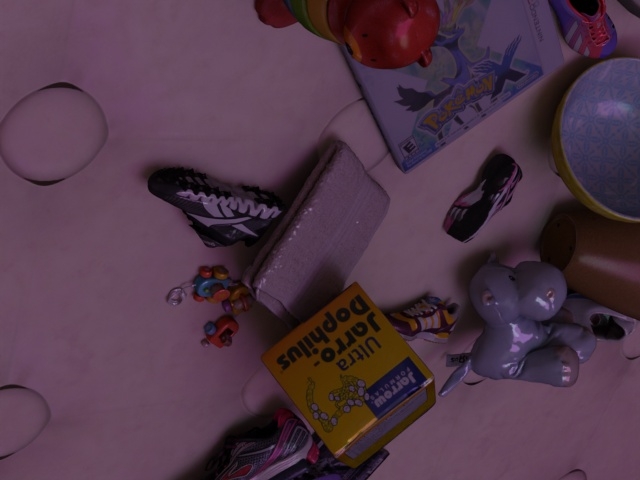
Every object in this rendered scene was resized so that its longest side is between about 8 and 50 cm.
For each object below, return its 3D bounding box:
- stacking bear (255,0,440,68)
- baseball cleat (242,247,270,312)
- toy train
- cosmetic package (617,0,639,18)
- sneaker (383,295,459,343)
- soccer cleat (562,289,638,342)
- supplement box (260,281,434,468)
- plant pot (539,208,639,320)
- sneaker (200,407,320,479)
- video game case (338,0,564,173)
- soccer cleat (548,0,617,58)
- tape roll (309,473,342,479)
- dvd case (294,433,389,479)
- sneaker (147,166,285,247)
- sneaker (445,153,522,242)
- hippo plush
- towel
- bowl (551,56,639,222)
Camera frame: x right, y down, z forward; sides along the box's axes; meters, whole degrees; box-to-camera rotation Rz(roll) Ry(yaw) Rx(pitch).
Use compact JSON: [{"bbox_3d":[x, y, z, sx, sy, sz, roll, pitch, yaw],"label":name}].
[{"bbox_3d":[0.040,-0.311,1.363,0.164,0.289,0.175,-29,135,-14],"label":"stacking bear"},{"bbox_3d":[-0.052,0.074,1.762,0.109,0.072,0.206,-58,150,-11],"label":"baseball cleat"},{"bbox_3d":[-0.163,0.114,1.730,0.125,0.046,0.166,-42,137,-1],"label":"toy train"},{"bbox_3d":[0.500,-0.465,1.702,0.309,0.113,0.160,24,107,-44],"label":"cosmetic package"},{"bbox_3d":[0.181,0.137,1.989,0.185,0.069,0.084,10,108,-47],"label":"sneaker"},{"bbox_3d":[0.625,0.153,2.257,0.331,0.143,0.116,-13,130,-28],"label":"soccer cleat"},{"bbox_3d":[0.057,0.232,1.776,0.194,0.195,0.356,-38,165,-5],"label":"supplement box"},{"bbox_3d":[0.558,0.028,2.079,0.254,0.237,0.237,10,117,-21],"label":"plant pot"},{"bbox_3d":[-0.154,0.409,1.937,0.299,0.121,0.112,-30,105,-9],"label":"sneaker"},{"bbox_3d":[0.213,-0.293,1.674,0.329,0.036,0.300,-35,137,-3],"label":"video game case"},{"bbox_3d":[0.430,-0.361,1.746,0.083,0.095,0.248,-46,136,4],"label":"soccer cleat"},{"bbox_3d":[-0.069,0.536,2.017,0.275,0.090,0.275,-24,162,-8],"label":"tape roll"},{"bbox_3d":[0.021,0.455,2.153,0.164,0.018,0.221,-49,137,9],"label":"dvd case"},{"bbox_3d":[-0.161,-0.038,1.588,0.234,0.078,0.106,12,113,-43],"label":"sneaker"},{"bbox_3d":[0.298,-0.065,1.908,0.178,0.072,0.077,-50,147,16],"label":"sneaker"},{"bbox_3d":[0.364,0.130,2.045,0.294,0.234,0.236,-5,117,17],"label":"hippo plush"},{"bbox_3d":[0.000,0.000,1.693,0.282,0.049,0.187,-58,143,-11],"label":"towel"},{"bbox_3d":[0.520,-0.162,1.901,0.289,0.289,0.156,-28,178,-15],"label":"bowl"}]
